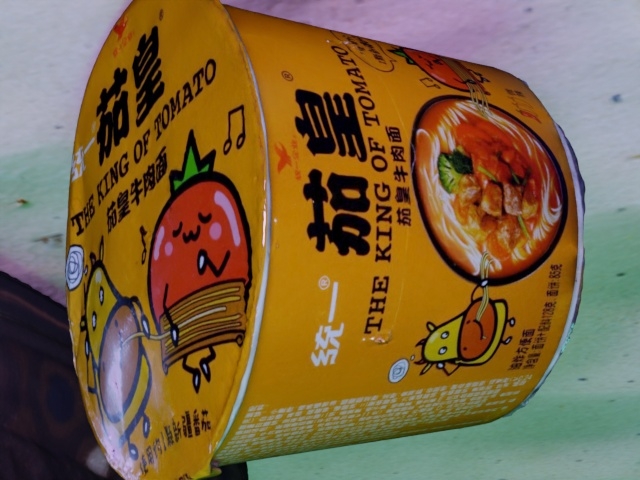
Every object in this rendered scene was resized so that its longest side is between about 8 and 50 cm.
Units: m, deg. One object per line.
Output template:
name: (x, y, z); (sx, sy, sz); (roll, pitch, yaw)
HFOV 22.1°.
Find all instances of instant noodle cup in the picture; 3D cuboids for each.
instant noodle cup: (0.000, 0.000, 0.717); (0.172, 0.216, 0.216); (2, 152, -28)

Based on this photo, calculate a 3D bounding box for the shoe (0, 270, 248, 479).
shoe: (-0.166, 0.182, 0.977); (0.171, 0.237, 0.384); (-14, 149, 19)
